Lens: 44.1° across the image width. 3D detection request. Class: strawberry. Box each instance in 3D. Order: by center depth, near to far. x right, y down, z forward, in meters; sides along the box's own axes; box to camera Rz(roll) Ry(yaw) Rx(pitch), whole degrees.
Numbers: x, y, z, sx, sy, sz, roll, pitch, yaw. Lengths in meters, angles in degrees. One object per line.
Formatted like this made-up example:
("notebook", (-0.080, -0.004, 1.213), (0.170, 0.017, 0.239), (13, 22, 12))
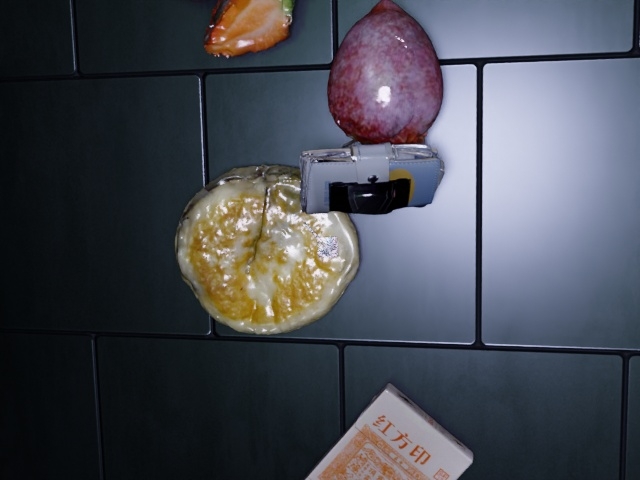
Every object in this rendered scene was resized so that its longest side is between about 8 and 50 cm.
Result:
("strawberry", (-0.116, -0.400, 1.369), (0.140, 0.085, 0.192), (12, 133, -20))

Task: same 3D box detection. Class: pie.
("pie", (-0.097, 0.016, 1.433), (0.339, 0.077, 0.339), (1, 98, 5))

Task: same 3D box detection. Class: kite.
("kite", (0.006, -0.003, 1.381), (0.044, 0.002, 0.078), (-23, 95, 6))

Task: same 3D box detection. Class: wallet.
("wallet", (0.080, -0.095, 1.304), (0.231, 0.170, 0.069), (-4, 61, -7))

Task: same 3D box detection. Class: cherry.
("cherry", (0.104, -0.271, 1.299), (0.192, 0.175, 0.250), (7, 98, 33))

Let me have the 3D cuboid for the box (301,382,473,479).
("box", (0.089, 0.461, 1.467), (0.204, 0.051, 0.365), (40, 104, 5))
